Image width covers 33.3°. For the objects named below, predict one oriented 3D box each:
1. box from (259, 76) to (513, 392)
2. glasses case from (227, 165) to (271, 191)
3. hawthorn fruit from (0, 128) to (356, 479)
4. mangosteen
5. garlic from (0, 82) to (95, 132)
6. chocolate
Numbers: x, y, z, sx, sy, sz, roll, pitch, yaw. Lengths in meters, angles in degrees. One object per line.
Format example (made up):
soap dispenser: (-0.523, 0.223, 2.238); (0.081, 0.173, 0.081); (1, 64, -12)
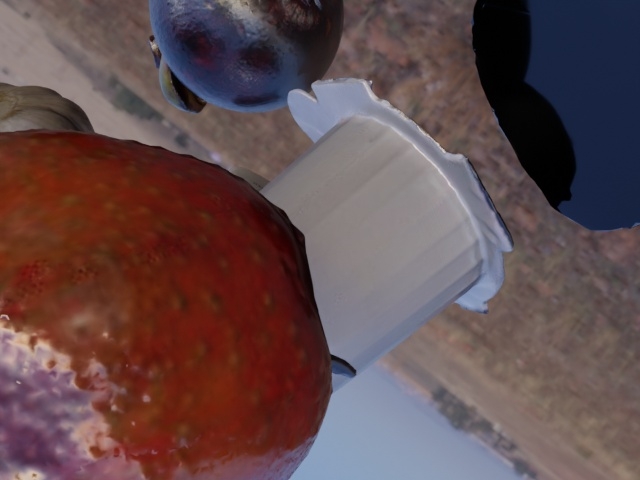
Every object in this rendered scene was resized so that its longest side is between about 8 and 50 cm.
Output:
box: (0.000, 0.000, 0.994); (0.291, 0.206, 0.262); (43, 157, 18)
glasses case: (-0.041, -0.019, 1.273); (0.193, 0.049, 0.074); (37, -155, -23)
hawthorn fruit: (-0.100, 0.075, 0.566); (0.300, 0.254, 0.254); (12, -168, -35)
mangosteen: (-0.101, -0.248, 1.210); (0.265, 0.228, 0.228); (-16, 136, 42)
garlic: (-0.315, -0.039, 1.064); (0.218, 0.218, 0.212); (33, 138, 50)
chocolate: (0.273, -0.199, 0.910); (0.225, 0.210, 0.340); (7, 121, 40)
